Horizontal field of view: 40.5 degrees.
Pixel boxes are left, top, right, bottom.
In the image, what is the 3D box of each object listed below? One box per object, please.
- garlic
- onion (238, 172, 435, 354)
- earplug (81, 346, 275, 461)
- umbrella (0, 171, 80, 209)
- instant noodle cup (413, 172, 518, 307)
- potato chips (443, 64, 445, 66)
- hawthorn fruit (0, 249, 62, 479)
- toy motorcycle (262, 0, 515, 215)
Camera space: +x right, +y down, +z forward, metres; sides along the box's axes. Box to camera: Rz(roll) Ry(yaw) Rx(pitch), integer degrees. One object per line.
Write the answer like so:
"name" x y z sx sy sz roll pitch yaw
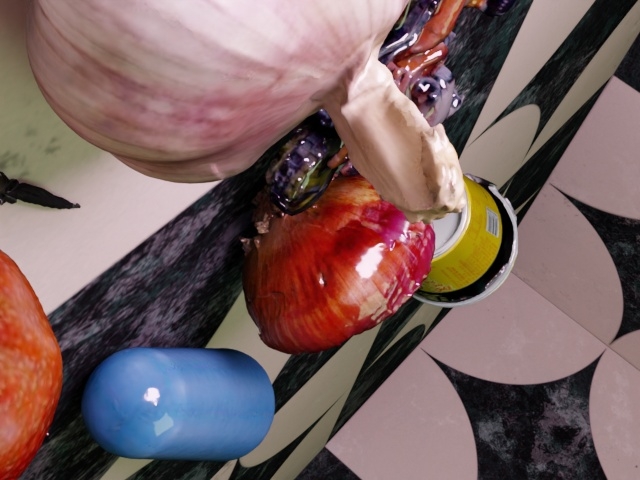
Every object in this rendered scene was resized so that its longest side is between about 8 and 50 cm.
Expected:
"garlic" -0.011 -0.104 0.420 0.245 0.253 0.245 -37 159 -16
"onion" 0.000 0.000 0.884 0.230 0.163 0.230 -34 -163 12
"earplug" -0.151 0.170 0.904 0.132 0.132 0.273 -51 162 1
"umbrella" -0.181 -0.027 0.536 0.022 0.022 0.149 -14 168 8
"instant noodle cup" 0.166 -0.020 1.249 0.215 0.215 0.236 -52 158 4
"potato chips" 0.081 -0.145 0.959 0.202 0.049 0.150 -24 148 -57
"hawthorn fruit" -0.214 0.076 0.426 0.169 0.169 0.188 -40 170 -35
"toy motorcycle" 0.088 -0.190 0.713 0.207 0.134 0.401 -33 159 -49
